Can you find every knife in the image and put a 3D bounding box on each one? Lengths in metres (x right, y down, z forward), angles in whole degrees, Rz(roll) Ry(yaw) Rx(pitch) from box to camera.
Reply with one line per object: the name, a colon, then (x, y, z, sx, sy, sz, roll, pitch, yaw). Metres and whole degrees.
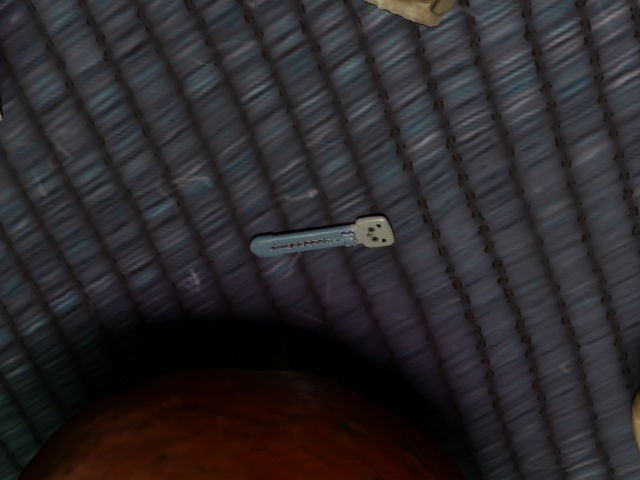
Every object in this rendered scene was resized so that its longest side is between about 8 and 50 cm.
knife: (0.000, 0.000, 1.291, 0.096, 0.010, 0.027, -7, 134, 15)

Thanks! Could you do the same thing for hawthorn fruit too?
hawthorn fruit: (-0.049, 0.251, 1.307, 0.403, 0.403, 0.403, 4, 137, 4)

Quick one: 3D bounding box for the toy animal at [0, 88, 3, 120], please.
toy animal: (-0.279, -0.095, 1.152, 0.182, 0.127, 0.131, -6, 143, -3)

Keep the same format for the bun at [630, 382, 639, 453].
bun: (0.320, 0.124, 1.295, 0.229, 0.145, 0.229, 30, 153, 17)

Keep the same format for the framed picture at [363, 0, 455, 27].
framed picture: (-0.018, -0.229, 1.047, 0.281, 0.019, 0.209, 22, 135, -15)
